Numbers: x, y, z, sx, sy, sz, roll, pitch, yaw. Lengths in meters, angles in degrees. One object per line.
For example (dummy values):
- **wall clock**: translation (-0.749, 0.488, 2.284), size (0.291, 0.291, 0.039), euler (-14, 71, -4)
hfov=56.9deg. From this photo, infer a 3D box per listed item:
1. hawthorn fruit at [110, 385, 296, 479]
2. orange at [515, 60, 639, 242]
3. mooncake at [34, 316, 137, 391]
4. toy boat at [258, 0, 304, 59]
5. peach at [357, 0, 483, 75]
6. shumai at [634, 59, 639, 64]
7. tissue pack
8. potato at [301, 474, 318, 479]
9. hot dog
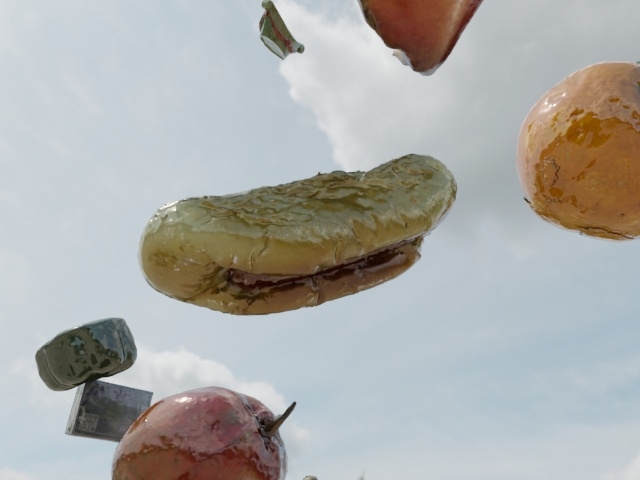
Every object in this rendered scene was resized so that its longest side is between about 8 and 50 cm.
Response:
- **hawthorn fruit**: translation (-0.161, 0.329, 0.931), size (0.300, 0.254, 0.254), euler (-41, -53, 10)
- **orange**: translation (0.394, -0.115, 0.810), size (0.246, 0.246, 0.246), euler (5, -37, 4)
- **mooncake**: translation (-0.437, 0.216, 1.107), size (0.175, 0.104, 0.168), euler (-21, -8, -13)
- **toy boat**: translation (-0.099, -0.496, 1.430), size (0.089, 0.071, 0.185), euler (25, -8, 33)
- **peach**: translation (0.083, -0.342, 0.516), size (0.201, 0.258, 0.362), euler (-24, -78, 13)
- **shumai**: translation (0.528, -0.244, 0.971), size (0.184, 0.184, 0.142), euler (-3, -49, 15)
- **tissue pack**: translation (-0.429, 0.353, 1.211), size (0.156, 0.112, 0.051), euler (26, -31, -37)
- **potato**: translation (-0.035, 0.591, 1.387), size (0.040, 0.083, 0.051), euler (49, -23, -19)
- **hot dog**: translation (0.000, 0.000, 0.412), size (0.242, 0.073, 0.084), euler (-13, -37, -28)
